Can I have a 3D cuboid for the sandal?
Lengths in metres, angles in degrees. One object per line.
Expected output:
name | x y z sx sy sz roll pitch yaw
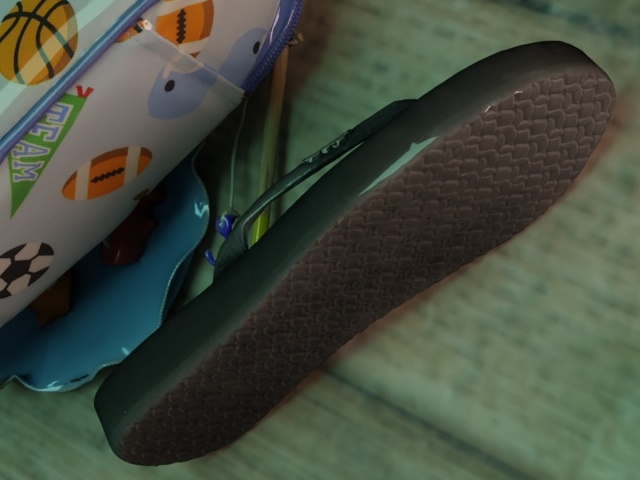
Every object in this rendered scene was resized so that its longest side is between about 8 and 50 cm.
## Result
sandal | -0.001 0.000 0.636 0.254 0.097 0.054 -38 60 23

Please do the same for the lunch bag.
lunch bag | -0.165 -0.105 0.725 0.303 0.115 0.243 -43 64 10

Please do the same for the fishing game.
fishing game | -0.129 -0.019 0.776 0.264 0.041 0.189 2 77 37
